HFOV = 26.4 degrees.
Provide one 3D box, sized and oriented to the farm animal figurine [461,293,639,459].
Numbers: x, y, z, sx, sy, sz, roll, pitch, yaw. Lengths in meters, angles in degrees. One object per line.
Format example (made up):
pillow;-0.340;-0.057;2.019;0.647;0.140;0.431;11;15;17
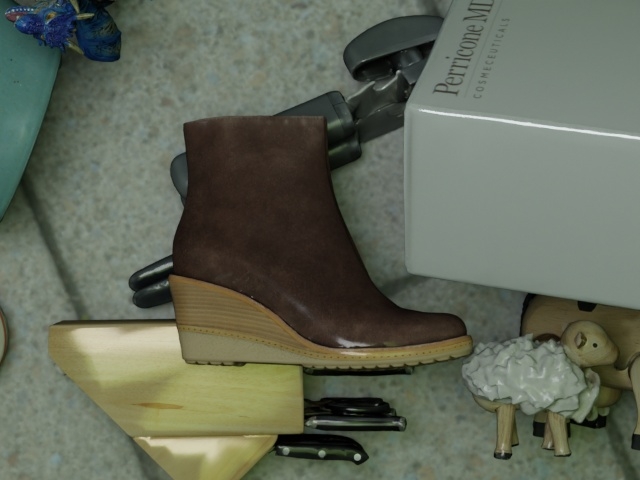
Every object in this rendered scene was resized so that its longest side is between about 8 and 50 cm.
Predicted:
farm animal figurine;0.314;0.084;1.149;0.326;0.330;0.172;0;92;24

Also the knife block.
knife block;-0.061;0.098;1.179;0.275;0.088;0.242;45;85;-2

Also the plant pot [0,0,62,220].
plant pot;-0.353;-0.129;1.086;0.255;0.271;0.272;20;88;-20

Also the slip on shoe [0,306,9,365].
slip on shoe;-0.413;0.145;1.144;0.331;0.101;0.123;-28;90;-6

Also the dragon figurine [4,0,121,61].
dragon figurine;-0.177;-0.198;1.083;0.144;0.289;0.085;45;105;18

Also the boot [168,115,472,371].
boot;0.000;0.000;1.096;0.248;0.090;0.207;2;84;8

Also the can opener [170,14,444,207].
can opener;-0.002;-0.113;1.207;0.283;0.076;0.095;-23;59;-4

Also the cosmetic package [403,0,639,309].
cosmetic package;0.307;-0.068;1.040;0.453;0.230;0.161;8;130;14

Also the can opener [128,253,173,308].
can opener;-0.081;0.011;1.198;0.186;0.059;0.073;-22;118;5
